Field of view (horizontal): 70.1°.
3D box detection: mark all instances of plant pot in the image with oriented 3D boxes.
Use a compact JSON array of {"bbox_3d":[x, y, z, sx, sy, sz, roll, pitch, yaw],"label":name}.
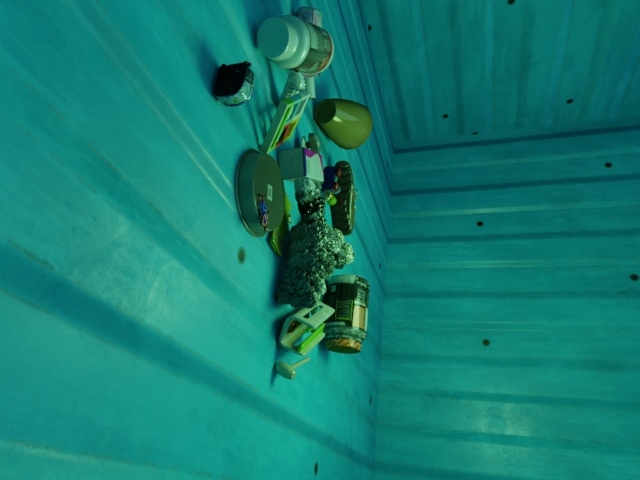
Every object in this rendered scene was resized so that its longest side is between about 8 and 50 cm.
[{"bbox_3d":[0.089,-0.579,2.185,0.254,0.237,0.238,5,83,-58],"label":"plant pot"}]

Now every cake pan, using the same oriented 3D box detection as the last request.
[{"bbox_3d":[-0.189,-0.157,1.509,0.293,0.054,0.294,-2,90,-71],"label":"cake pan"}]

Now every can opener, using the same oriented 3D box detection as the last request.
[{"bbox_3d":[-0.031,-0.331,1.965,0.281,0.093,0.074,74,21,-48],"label":"can opener"}]

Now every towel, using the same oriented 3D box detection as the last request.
[{"bbox_3d":[-0.142,-0.066,1.675,0.102,0.021,0.237,74,21,-55],"label":"towel"}]

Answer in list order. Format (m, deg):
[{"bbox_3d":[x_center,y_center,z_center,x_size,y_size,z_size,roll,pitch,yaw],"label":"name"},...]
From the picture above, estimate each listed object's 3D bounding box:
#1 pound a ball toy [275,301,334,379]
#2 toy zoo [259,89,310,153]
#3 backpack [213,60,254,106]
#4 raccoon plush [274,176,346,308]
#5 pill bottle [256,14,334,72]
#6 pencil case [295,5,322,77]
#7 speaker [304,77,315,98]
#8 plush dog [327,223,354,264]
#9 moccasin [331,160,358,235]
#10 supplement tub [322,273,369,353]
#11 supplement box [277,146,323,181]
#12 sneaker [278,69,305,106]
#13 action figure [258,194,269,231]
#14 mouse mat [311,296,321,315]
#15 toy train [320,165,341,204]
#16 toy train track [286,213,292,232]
[{"bbox_3d":[-0.078,0.358,1.717,0.208,0.135,0.319,-69,165,12],"label":"pound a ball toy"},{"bbox_3d":[-0.116,-0.431,1.630,0.192,0.030,0.293,-60,179,30],"label":"toy zoo"},{"bbox_3d":[-0.243,-0.436,1.299,0.084,0.104,0.115,52,45,-59],"label":"backpack"},{"bbox_3d":[-0.088,0.034,1.647,0.447,0.216,0.299,65,35,-21],"label":"raccoon plush"},{"bbox_3d":[-0.090,-0.709,1.653,0.318,0.176,0.177,-26,113,-60],"label":"pill bottle"},{"bbox_3d":[-0.050,-0.825,1.903,0.124,0.124,0.285,36,53,-67],"label":"pencil case"},{"bbox_3d":[-0.053,-0.684,1.983,0.055,0.055,0.136,-16,102,-71],"label":"speaker"},{"bbox_3d":[0.000,0.000,1.937,0.226,0.210,0.262,63,-1,-23],"label":"plush dog"},{"bbox_3d":[0.125,-0.218,2.339,0.147,0.139,0.381,-56,138,-71],"label":"moccasin"},{"bbox_3d":[0.120,0.345,2.141,0.207,0.206,0.338,56,36,-58],"label":"supplement tub"},{"bbox_3d":[-0.073,-0.289,1.785,0.220,0.113,0.111,-6,92,-70],"label":"supplement box"},{"bbox_3d":[-0.114,-0.530,1.673,0.083,0.071,0.191,-52,168,-46],"label":"sneaker"},{"bbox_3d":[-0.174,-0.085,1.418,0.038,0.030,0.115,-25,114,-75],"label":"action figure"},{"bbox_3d":[-0.030,0.226,2.021,0.153,0.007,0.190,-62,144,-57],"label":"mouse mat"},{"bbox_3d":[0.040,-0.217,2.141,0.143,0.105,0.248,73,23,-52],"label":"toy train"},{"bbox_3d":[-0.119,-0.066,1.772,0.048,0.014,0.083,60,34,-55],"label":"toy train track"}]
